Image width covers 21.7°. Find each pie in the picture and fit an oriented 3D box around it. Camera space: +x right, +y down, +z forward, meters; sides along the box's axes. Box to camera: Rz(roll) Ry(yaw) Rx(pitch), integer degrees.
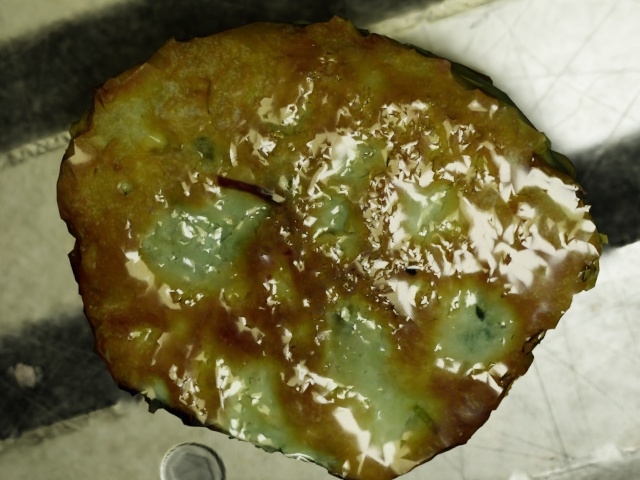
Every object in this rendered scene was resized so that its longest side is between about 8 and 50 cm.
[{"bbox_3d":[0.000,0.000,1.089,0.354,0.103,0.288,18,104,8],"label":"pie"}]
